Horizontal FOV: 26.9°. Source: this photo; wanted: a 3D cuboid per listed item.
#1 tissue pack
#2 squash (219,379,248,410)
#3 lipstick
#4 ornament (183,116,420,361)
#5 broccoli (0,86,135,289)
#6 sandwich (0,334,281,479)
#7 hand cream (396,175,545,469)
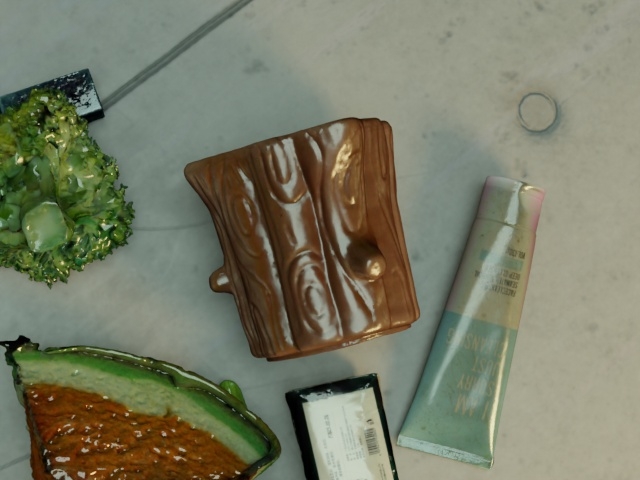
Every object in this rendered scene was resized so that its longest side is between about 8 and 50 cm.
[{"bbox_3d":[0.029,0.231,1.409,0.103,0.090,0.170,-11,83,-9],"label":"tissue pack"},{"bbox_3d":[-0.085,0.190,1.431,0.027,0.027,0.089,-25,90,-10],"label":"squash"},{"bbox_3d":[-0.385,-0.107,1.414,0.312,0.051,0.051,-19,88,-8],"label":"lipstick"},{"bbox_3d":[0.000,0.000,1.379,0.235,0.221,0.217,-13,88,-36],"label":"ornament"},{"bbox_3d":[-0.273,-0.041,1.338,0.194,0.194,0.219,0,106,-8],"label":"broccoli"},{"bbox_3d":[-0.188,0.217,1.338,0.292,0.109,0.212,7,50,-16],"label":"sandwich"},{"bbox_3d":[0.172,0.087,1.460,0.111,0.070,0.312,14,85,-9],"label":"hand cream"}]
